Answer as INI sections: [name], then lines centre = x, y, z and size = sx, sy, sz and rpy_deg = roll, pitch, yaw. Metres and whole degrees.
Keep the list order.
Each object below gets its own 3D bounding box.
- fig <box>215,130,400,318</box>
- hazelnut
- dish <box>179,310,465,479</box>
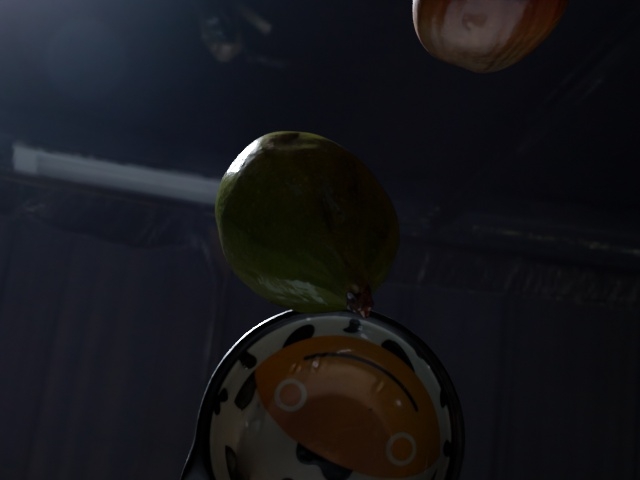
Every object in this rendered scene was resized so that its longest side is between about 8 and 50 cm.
[fig]
centre = -0.015, 0.006, 0.696
size = 0.126, 0.185, 0.133
rpy_deg = -25, -61, 23
[hazelnut]
centre = 0.220, -0.303, 1.207
size = 0.210, 0.210, 0.186
rpy_deg = 20, -13, -37
[dish]
centre = 0.009, 0.218, 1.045
size = 0.303, 0.303, 0.120
rpy_deg = 6, -22, 5
